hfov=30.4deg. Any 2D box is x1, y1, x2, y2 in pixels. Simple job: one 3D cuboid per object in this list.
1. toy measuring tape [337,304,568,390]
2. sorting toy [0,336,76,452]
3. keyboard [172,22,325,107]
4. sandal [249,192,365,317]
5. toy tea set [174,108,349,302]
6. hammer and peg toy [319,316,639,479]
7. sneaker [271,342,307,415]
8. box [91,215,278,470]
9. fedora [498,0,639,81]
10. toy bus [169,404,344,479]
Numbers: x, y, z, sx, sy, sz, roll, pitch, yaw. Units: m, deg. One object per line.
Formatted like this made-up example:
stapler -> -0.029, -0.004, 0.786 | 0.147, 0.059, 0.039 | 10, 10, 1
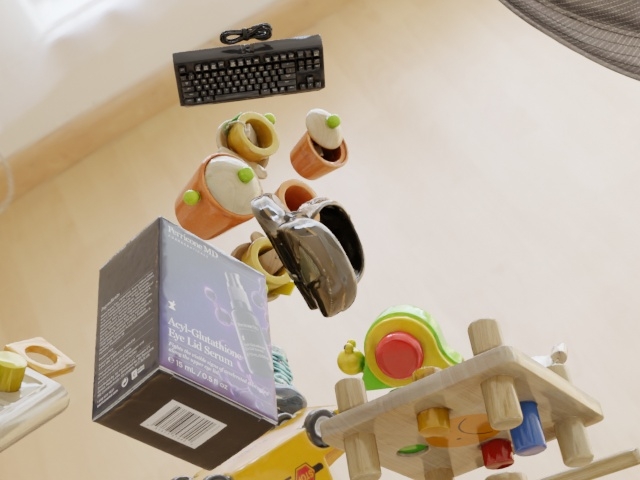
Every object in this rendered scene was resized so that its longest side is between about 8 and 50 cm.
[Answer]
toy measuring tape -> 0.180, 0.141, 1.682 | 0.330, 0.121, 0.121 | -9, 48, 15
sorting toy -> -0.374, 0.135, 1.220 | 0.196, 0.347, 0.047 | 28, 108, 10
keyboard -> -0.085, -0.211, 1.419 | 0.180, 0.108, 0.023 | -8, 42, -4
sandal -> 0.000, 0.000, 0.819 | 0.060, 0.090, 0.219 | -30, 6, -6
toy tea set -> -0.056, -0.087, 1.563 | 0.124, 0.200, 0.336 | -37, 20, 42
hammer and peg toy -> 0.204, 0.225, 1.407 | 0.266, 0.361, 0.127 | -28, 54, 26
sneaker -> -0.096, 0.212, 1.860 | 0.122, 0.110, 0.283 | -54, 26, -16
box -> -0.138, 0.104, 1.198 | 0.108, 0.153, 0.207 | -38, 39, 28
fedora -> 0.204, -0.236, 0.751 | 0.243, 0.124, 0.275 | -27, 61, -25
toy bus -> -0.090, 0.331, 1.515 | 0.332, 0.130, 0.108 | -27, 5, -36
